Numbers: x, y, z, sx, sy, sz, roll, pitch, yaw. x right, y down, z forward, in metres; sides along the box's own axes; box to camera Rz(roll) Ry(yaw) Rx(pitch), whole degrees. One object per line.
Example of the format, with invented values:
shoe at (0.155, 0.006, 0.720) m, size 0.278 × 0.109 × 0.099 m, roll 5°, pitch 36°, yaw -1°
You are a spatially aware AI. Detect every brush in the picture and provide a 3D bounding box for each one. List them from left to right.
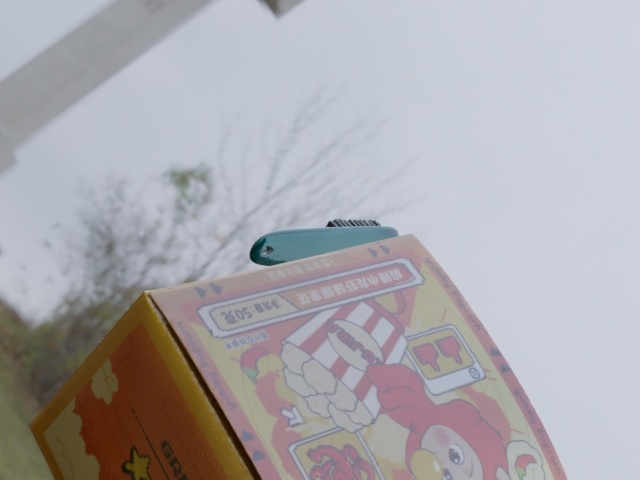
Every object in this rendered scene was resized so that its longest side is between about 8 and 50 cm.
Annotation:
brush at (0.000, 0.000, 1.352) m, size 0.032 × 0.193 × 0.043 m, roll 44°, pitch -63°, yaw 33°

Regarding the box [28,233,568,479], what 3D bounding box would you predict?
box at (-0.010, 0.166, 1.133) m, size 0.214 × 0.283 × 0.260 m, roll -43°, pitch -111°, yaw 40°
